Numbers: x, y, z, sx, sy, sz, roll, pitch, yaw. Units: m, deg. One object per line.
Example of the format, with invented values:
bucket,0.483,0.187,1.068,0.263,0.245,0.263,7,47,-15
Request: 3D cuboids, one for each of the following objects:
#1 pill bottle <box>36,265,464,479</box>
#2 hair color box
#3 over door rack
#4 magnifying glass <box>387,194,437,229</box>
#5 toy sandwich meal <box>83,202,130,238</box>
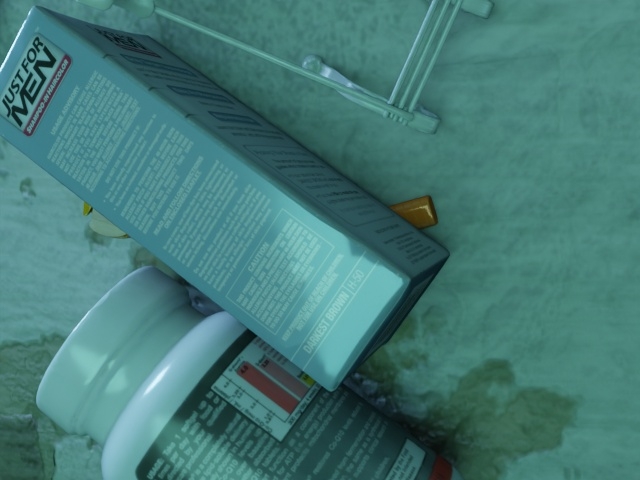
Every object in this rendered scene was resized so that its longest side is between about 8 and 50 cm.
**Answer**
pill bottle,-0.067,0.196,0.785,0.363,0.210,0.210,37,109,6
hair color box,-0.083,-0.046,0.733,0.374,0.185,0.113,37,105,11
over door rack,-0.005,-0.258,0.711,0.324,0.108,0.239,20,108,-10
magnifying glass,0.000,0.000,0.825,0.231,0.026,0.092,-15,96,21
toy sandwich meal,-0.213,-0.043,0.873,0.086,0.029,0.085,3,102,16
